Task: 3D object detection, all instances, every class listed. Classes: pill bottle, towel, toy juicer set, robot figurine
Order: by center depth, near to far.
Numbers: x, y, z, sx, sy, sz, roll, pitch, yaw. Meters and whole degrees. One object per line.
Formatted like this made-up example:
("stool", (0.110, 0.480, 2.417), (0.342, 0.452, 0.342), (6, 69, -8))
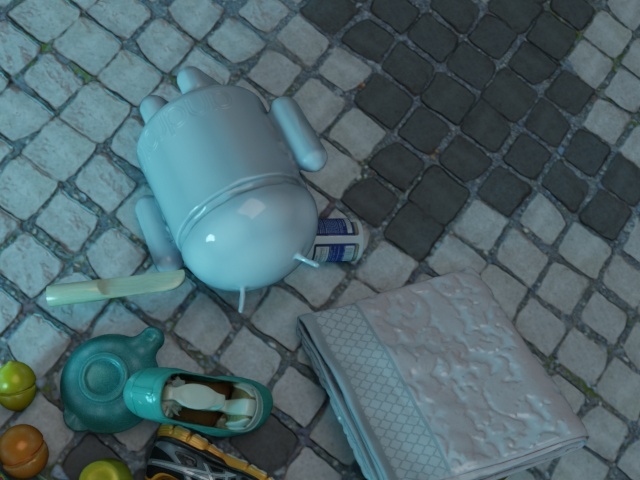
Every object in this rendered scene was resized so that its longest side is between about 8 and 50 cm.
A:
("toy juicer set", (-0.318, 0.179, 1.341), (0.209, 0.089, 0.329), (13, 74, 3))
("robot figurine", (-0.131, -0.075, 1.410), (0.300, 0.200, 0.353), (-37, 64, 17))
("towel", (0.164, 0.194, 1.420), (0.317, 0.053, 0.332), (-13, 51, -20))
("pill bottle", (0.000, 0.000, 1.508), (0.120, 0.067, 0.067), (-1, 69, -16))

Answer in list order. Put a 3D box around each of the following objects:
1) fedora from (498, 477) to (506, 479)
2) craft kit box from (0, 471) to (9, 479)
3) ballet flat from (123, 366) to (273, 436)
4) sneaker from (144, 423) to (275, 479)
("fedora", (0.182, 0.290, 1.422), (0.194, 0.079, 0.194), (3, 47, -4))
("craft kit box", (-0.444, 0.338, 1.165), (0.246, 0.250, 0.061), (40, 107, 4))
("ballet flat", (-0.138, 0.216, 1.315), (0.247, 0.087, 0.083), (17, 79, -42))
("sneaker", (-0.135, 0.325, 1.335), (0.215, 0.084, 0.083), (26, 66, 6))
